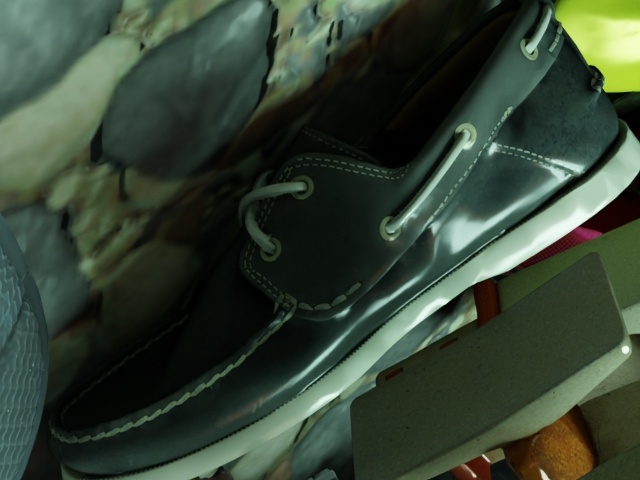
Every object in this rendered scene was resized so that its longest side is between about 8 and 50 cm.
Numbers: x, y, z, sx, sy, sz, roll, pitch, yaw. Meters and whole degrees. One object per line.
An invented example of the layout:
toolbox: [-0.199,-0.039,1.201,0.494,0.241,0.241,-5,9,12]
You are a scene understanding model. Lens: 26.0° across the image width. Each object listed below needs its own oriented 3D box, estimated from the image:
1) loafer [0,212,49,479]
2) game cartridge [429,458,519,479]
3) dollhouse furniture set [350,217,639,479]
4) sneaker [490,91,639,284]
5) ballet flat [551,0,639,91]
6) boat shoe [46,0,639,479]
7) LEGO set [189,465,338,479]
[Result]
loafer: [-0.154,0.001,0.237,0.302,0.095,0.109,38,63,-67]
game cartridge: [0.164,0.122,0.866,0.294,0.060,0.196,-27,141,-36]
dollhouse furniture set: [0.102,0.123,0.473,0.135,0.259,0.262,-32,121,19]
sneaker: [0.193,-0.042,0.637,0.299,0.121,0.112,-42,134,-22]
ballet flat: [0.183,-0.106,0.580,0.231,0.077,0.077,-27,147,-36]
boat shoe: [0.000,0.000,0.472,0.233,0.084,0.079,-35,112,-12]
LEGO set: [-0.052,0.195,0.538,0.255,0.192,0.331,-29,172,2]
